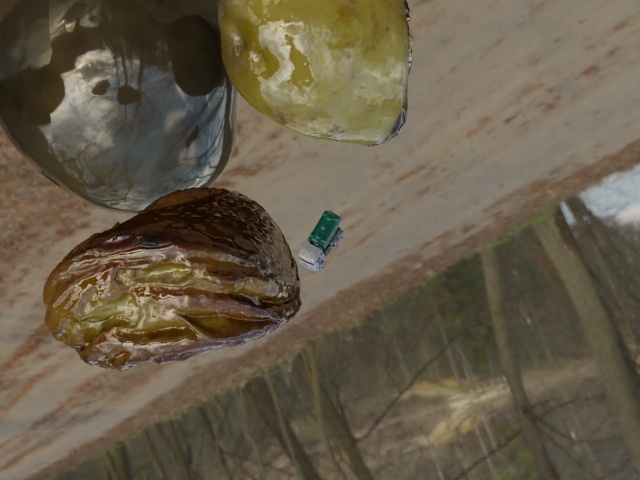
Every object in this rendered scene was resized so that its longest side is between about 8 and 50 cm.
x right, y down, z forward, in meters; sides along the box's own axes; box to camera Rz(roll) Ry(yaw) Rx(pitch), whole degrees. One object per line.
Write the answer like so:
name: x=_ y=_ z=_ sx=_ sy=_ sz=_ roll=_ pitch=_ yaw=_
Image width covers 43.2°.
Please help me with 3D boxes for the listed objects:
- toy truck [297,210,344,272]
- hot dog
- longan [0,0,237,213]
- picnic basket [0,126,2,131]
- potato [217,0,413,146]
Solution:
toy truck: x=0.000 y=0.000 z=1.147 sx=0.083 sy=0.039 sz=0.044 roll=-59 pitch=159 yaw=-16
hot dog: x=-0.117 y=0.026 z=0.677 sx=0.196 sy=0.122 sz=0.272 roll=-8 pitch=-171 yaw=0
longan: x=-0.280 y=-0.237 z=1.168 sx=0.404 sy=0.404 sz=0.336 roll=-9 pitch=-162 yaw=-31
picnic basket: x=-0.626 y=-0.252 z=1.455 sx=0.110 sy=0.193 sz=0.055 roll=-55 pitch=156 yaw=-25
potato: x=-0.016 y=-0.254 z=1.015 sx=0.242 sy=0.285 sz=0.242 roll=1 pitch=-161 yaw=0
